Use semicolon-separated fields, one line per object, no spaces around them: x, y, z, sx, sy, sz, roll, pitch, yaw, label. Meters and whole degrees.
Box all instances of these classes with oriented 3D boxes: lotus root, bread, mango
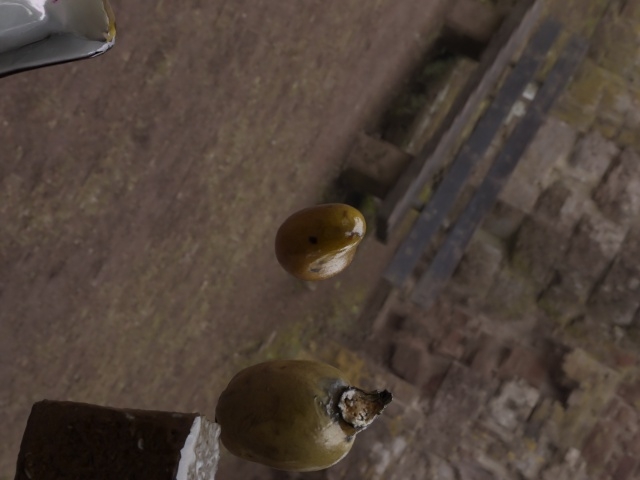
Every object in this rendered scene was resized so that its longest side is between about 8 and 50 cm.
-0.024;0.199;1.206;0.118;0.220;0.125;-14;100;-61;lotus root
-0.202;0.342;0.870;0.113;0.165;0.417;68;31;-70;bread
-0.003;0.001;1.417;0.178;0.115;0.090;118;-35;-74;mango

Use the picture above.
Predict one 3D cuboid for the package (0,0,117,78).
-0.261;-0.161;0.423;0.311;0.221;0.165;-15;144;-9;package
